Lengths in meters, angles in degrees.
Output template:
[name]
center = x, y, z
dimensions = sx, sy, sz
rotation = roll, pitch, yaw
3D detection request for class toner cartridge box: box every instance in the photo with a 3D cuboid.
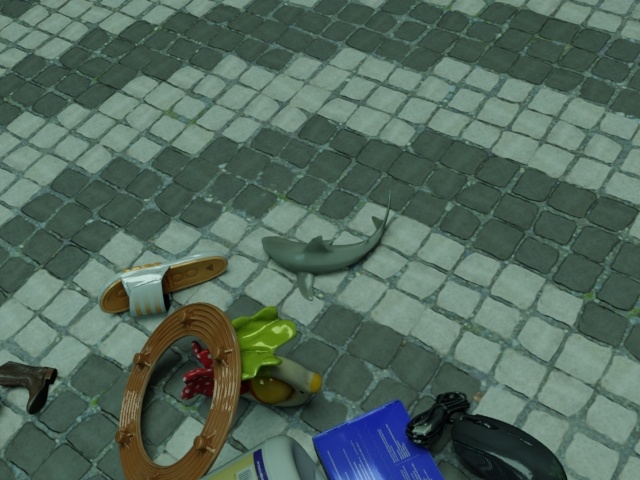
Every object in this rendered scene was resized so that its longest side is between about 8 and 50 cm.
[toner cartridge box]
center = 0.129, 0.434, 1.189
dimensions = 0.165, 0.075, 0.347
rotation = -22, 52, -8

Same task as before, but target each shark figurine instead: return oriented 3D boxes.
[shark figurine]
center = 0.027, 0.007, 1.515
dimensions = 0.279, 0.116, 0.166
rotation = -16, 53, -2

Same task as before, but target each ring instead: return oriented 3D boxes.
[ring]
center = -0.249, 0.261, 1.272
dimensions = 0.337, 0.032, 0.336
rotation = -25, 54, 39

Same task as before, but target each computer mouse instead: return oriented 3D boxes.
[computer mouse]
center = 0.283, 0.329, 1.211
dimensions = 0.272, 0.072, 0.189
rotation = 34, 26, 23

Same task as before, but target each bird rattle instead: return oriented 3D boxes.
[bird rattle]
center = -0.116, 0.237, 1.308
dimensions = 0.207, 0.253, 0.143
rotation = 30, 45, -18

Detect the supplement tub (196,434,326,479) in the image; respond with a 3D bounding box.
[supplement tub]
center = -0.134, 0.455, 1.083
dimensions = 0.331, 0.241, 0.241
rotation = -31, 53, 1

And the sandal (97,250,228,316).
[sandal]
center = -0.302, 0.093, 1.497
dimensions = 0.266, 0.102, 0.076
rotation = -19, 50, -10

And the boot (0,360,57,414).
[boot]
center = -0.566, 0.274, 1.432
dimensions = 0.114, 0.037, 0.106
rotation = 7, 40, 9
